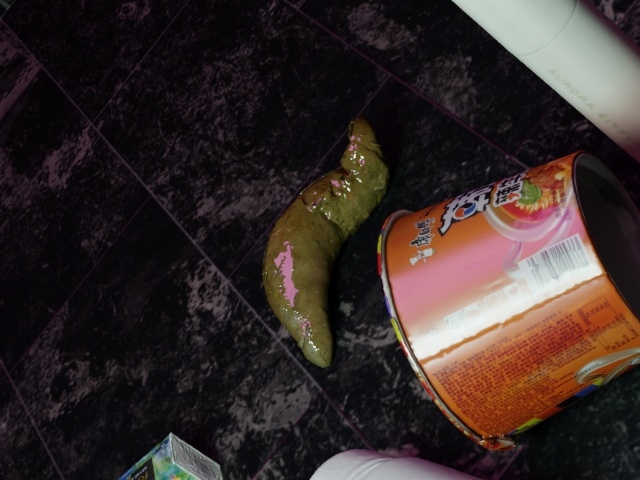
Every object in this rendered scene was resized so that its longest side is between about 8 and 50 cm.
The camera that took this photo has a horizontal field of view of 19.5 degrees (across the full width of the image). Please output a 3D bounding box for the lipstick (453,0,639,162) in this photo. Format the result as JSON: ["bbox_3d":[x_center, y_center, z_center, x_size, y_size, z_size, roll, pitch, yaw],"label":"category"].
[{"bbox_3d":[0.238,-0.191,1.787,0.087,0.327,0.087,-34,36,30],"label":"lipstick"}]

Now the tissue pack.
[{"bbox_3d":[-0.175,0.292,2.101,0.111,0.085,0.079,-41,33,19],"label":"tissue pack"}]

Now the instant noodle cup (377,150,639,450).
[{"bbox_3d":[0.198,0.046,1.704,0.192,0.250,0.250,-27,38,24],"label":"instant noodle cup"}]

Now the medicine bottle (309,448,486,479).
[{"bbox_3d":[0.095,0.272,1.693,0.252,0.144,0.144,14,70,55],"label":"medicine bottle"}]

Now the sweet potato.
[{"bbox_3d":[-0.002,-0.002,2.158,0.124,0.098,0.310,-3,59,44],"label":"sweet potato"}]
